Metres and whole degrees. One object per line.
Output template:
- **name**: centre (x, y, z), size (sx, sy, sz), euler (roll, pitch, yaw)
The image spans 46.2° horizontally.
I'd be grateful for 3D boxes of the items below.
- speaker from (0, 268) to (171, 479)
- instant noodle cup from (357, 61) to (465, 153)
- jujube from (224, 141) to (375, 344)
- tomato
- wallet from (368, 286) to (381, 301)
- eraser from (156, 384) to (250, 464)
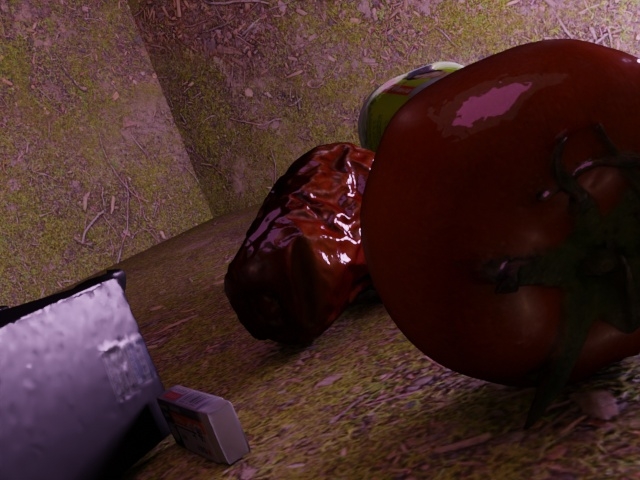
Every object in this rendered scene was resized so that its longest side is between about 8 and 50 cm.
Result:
- **speaker**: centre (-0.300, 0.163, 0.691), size (0.232, 0.184, 0.254), euler (-16, 6, 24)
- **instant noodle cup**: centre (0.245, -0.167, 1.287), size (0.294, 0.293, 0.308), euler (-22, 16, -12)
- **jujube**: centre (0.000, 0.000, 0.968), size (0.216, 0.216, 0.342), euler (-16, 17, 30)
- **tomato**: centre (0.154, -0.019, 0.551), size (0.256, 0.255, 0.224), euler (-22, 24, -8)
- **wallet**: centre (0.179, 0.027, 0.922), size (0.232, 0.031, 0.122), euler (-18, 12, 35)
- **eraser**: centre (-0.107, 0.162, 0.670), size (0.029, 0.052, 0.122), euler (-27, 11, -30)
